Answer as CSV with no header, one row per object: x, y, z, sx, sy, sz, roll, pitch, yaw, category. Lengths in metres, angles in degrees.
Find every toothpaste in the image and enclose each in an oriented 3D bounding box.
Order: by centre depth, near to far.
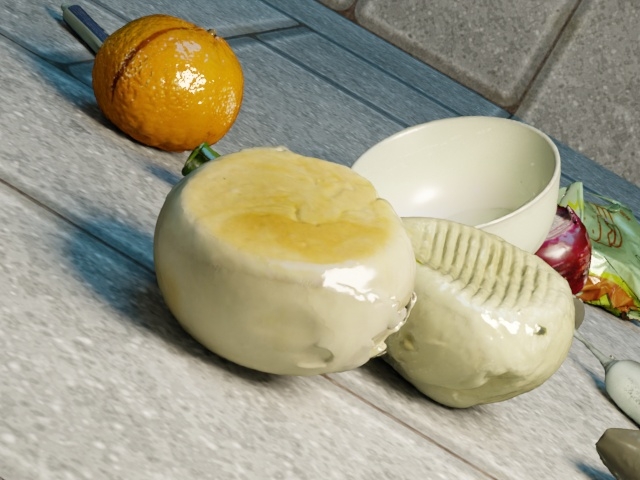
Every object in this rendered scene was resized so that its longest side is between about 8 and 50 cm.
-0.324,-0.293,2.148,0.057,0.035,0.197,0,34,-45,toothpaste

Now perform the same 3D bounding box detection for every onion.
0.268,0.044,2.000,0.173,0.198,0.135,26,-37,63,onion

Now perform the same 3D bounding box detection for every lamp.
0.396,0.263,1.527,0.250,0.101,0.101,29,15,6,lamp

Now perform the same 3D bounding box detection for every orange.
-0.185,-0.198,1.847,0.193,0.161,0.193,23,14,-6,orange

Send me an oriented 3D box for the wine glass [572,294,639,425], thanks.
0.377,0.168,1.865,0.074,0.074,0.262,17,20,-38,wine glass

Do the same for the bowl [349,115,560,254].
0.174,-0.033,1.894,0.277,0.145,0.277,-11,34,7,bowl

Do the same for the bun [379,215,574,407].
0.138,0.080,1.549,0.259,0.160,0.259,13,25,-6,bun

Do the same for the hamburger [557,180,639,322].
0.440,0.005,2.358,0.260,0.150,0.276,31,14,-1,hamburger

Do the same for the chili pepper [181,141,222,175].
0.000,0.000,1.715,0.359,0.076,0.085,31,-20,0,chili pepper

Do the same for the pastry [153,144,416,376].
-0.031,0.018,1.372,0.265,0.133,0.265,7,31,-4,pastry
